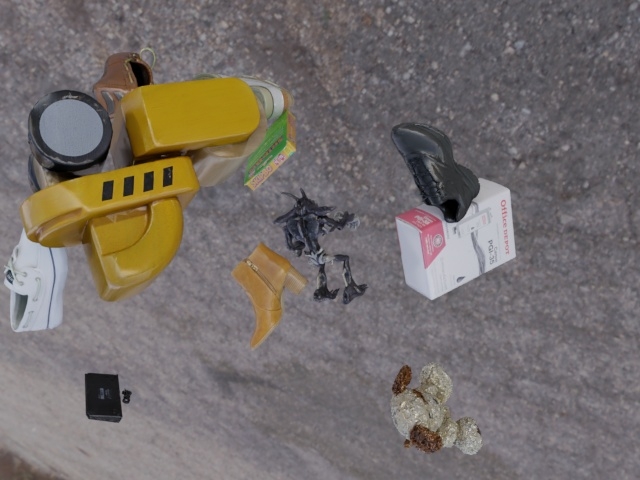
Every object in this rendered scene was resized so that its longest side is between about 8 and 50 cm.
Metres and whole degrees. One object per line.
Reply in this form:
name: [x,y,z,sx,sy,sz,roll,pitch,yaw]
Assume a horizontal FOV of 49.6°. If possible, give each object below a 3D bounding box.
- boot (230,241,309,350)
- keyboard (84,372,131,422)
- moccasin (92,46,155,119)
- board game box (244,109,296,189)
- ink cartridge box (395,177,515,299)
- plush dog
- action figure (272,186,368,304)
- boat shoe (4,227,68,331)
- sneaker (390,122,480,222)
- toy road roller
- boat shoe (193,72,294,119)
boot: [-0.196,0.170,2.136,0.211,0.295,0.104,35,-174,1]
keyboard: [-0.492,0.364,1.609,0.108,0.023,0.180,9,-161,-23]
moccasin: [-0.502,-0.430,1.844,0.146,0.380,0.139,-13,112,-2]
board game box: [-0.105,-0.194,1.472,0.124,0.259,0.039,-42,108,16]
ink cartridge box: [0.346,-0.009,1.751,0.117,0.283,0.207,34,143,55]
plush dog: [0.254,0.447,1.765,0.225,0.210,0.262,36,-158,-50]
action figure: [0.000,0.000,1.504,0.164,0.141,0.276,-13,108,24]
boat shoe: [-0.416,0.052,1.002,0.083,0.075,0.226,39,133,35]
sneaker: [0.259,-0.153,1.579,0.286,0.130,0.109,41,147,-24]
toy road roller: [-0.221,-0.062,0.915,0.202,0.329,0.241,-30,77,64]
boat shoe: [-0.189,-0.338,1.655,0.302,0.103,0.113,24,119,41]
